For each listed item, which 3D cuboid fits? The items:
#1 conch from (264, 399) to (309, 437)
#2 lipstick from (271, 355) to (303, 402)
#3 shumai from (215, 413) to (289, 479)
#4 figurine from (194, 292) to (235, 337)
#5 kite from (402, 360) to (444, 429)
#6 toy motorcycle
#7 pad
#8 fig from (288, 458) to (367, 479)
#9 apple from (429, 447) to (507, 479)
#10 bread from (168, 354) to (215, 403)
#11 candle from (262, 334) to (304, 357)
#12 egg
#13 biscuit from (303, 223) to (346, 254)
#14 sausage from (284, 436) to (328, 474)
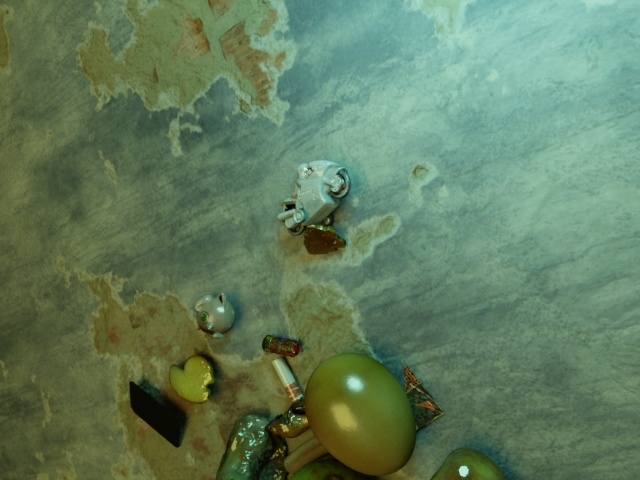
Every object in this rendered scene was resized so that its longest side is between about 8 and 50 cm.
[{"bbox_3d":[-0.053,0.496,1.903,0.232,0.080,0.086,-37,100,10],"label":"conch"},{"bbox_3d":[-0.096,0.400,1.934,0.038,0.038,0.131,-35,78,32],"label":"lipstick"},{"bbox_3d":[-0.251,0.695,1.936,0.217,0.283,0.346,18,109,28],"label":"shumai"},{"bbox_3d":[-0.316,0.225,2.004,0.125,0.125,0.138,-4,84,34],"label":"figurine"},{"bbox_3d":[0.260,0.427,1.722,0.125,0.008,0.222,9,102,32],"label":"kite"},{"bbox_3d":[-0.020,-0.131,1.775,0.260,0.110,0.171,-40,59,38],"label":"toy motorcycle"},{"bbox_3d":[-0.533,0.511,2.229,0.250,0.055,0.323,30,112,26],"label":"pad"},{"bbox_3d":[0.002,0.746,1.801,0.258,0.258,0.326,41,130,22],"label":"fig"},{"bbox_3d":[0.349,0.593,1.582,0.174,0.188,0.188,35,115,20],"label":"apple"},{"bbox_3d":[-0.401,0.431,2.132,0.187,0.065,0.149,12,93,35],"label":"bread"},{"bbox_3d":[-0.103,0.304,1.917,0.130,0.052,0.052,7,101,33],"label":"candle"},{"bbox_3d":[0.103,0.434,1.681,0.322,0.250,0.250,49,120,15],"label":"egg"},{"bbox_3d":[0.000,0.000,1.792,0.119,0.019,0.130,29,140,-17],"label":"biscuit"},{"bbox_3d":[0.008,0.574,1.879,0.301,0.066,0.066,-40,75,29],"label":"sausage"}]
